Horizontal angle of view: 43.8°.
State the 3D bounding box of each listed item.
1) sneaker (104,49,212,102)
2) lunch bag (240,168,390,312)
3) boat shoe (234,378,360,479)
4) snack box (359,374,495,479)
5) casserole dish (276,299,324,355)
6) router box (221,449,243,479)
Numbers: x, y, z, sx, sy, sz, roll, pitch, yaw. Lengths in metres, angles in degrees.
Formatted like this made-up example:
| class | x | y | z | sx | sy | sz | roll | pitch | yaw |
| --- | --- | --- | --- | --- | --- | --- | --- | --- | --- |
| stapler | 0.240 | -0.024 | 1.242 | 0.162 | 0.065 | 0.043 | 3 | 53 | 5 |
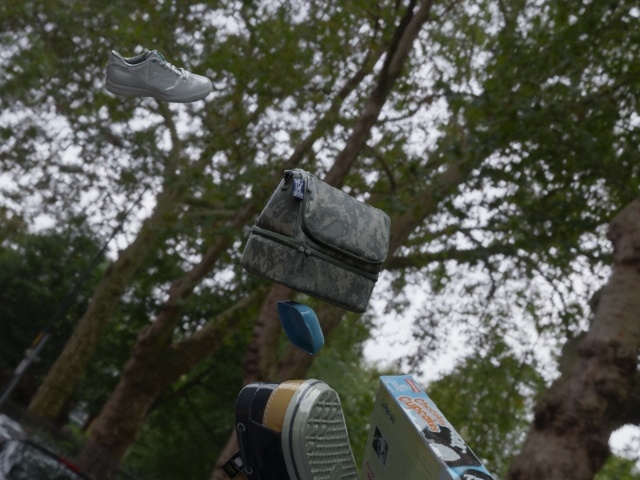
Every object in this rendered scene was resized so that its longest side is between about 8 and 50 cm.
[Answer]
| class | x | y | z | sx | sy | sz | roll | pitch | yaw |
| --- | --- | --- | --- | --- | --- | --- | --- | --- | --- |
| sneaker | -0.313 | -0.330 | 1.572 | 0.080 | 0.212 | 0.094 | -117 | -146 | -50 |
| lunch bag | 0.000 | 0.000 | 1.819 | 0.305 | 0.255 | 0.213 | 23 | -5 | -35 |
| boat shoe | -0.036 | 0.425 | 1.341 | 0.156 | 0.187 | 0.499 | 9 | -53 | 26 |
| snack box | 0.143 | 0.338 | 1.049 | 0.060 | 0.187 | 0.322 | 2 | 20 | -20 |
| casserole dish | -0.042 | 0.185 | 1.744 | 0.188 | 0.037 | 0.114 | 11 | -59 | 67 |
| router box | -0.156 | 0.510 | 1.990 | 0.046 | 0.133 | 0.179 | 47 | 19 | 9 |
